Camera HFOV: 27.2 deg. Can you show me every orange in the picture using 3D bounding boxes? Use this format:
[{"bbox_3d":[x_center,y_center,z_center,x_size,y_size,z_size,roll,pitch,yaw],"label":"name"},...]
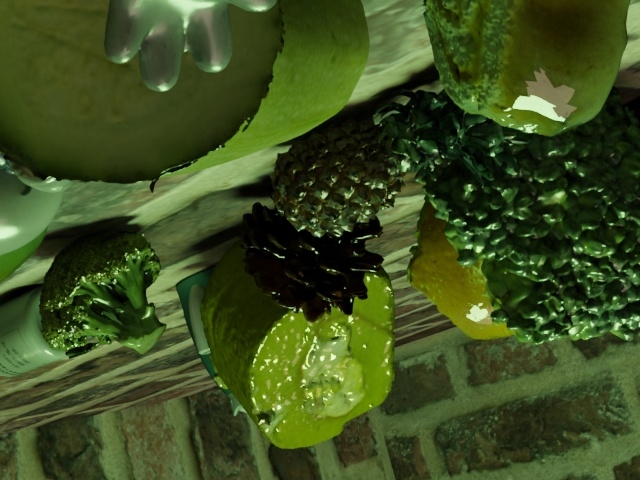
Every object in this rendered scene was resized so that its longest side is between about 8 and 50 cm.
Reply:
[{"bbox_3d":[0.198,0.013,1.416,0.158,0.179,0.237,-15,171,22],"label":"orange"}]

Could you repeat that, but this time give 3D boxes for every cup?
[{"bbox_3d":[-0.075,0.116,1.609,0.167,0.173,0.299,-20,169,20],"label":"cup"}]

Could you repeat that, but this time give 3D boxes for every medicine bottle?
[{"bbox_3d":[-0.322,0.102,1.406,0.130,0.080,0.080,-21,169,35],"label":"medicine bottle"}]

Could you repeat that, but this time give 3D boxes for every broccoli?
[{"bbox_3d":[-0.195,0.052,1.202,0.131,0.120,0.130,-46,164,-20],"label":"broccoli"},{"bbox_3d":[0.190,-0.018,1.204,0.248,0.288,0.245,-52,-156,-23],"label":"broccoli"}]

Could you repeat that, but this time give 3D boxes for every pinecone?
[{"bbox_3d":[-0.001,0.001,1.195,0.140,0.140,0.121,-5,138,-49],"label":"pinecone"}]

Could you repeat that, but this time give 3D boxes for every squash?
[{"bbox_3d":[-0.027,-0.090,0.617,0.137,0.137,0.287,-20,172,28],"label":"squash"}]

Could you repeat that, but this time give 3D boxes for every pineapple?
[{"bbox_3d":[0.051,-0.060,1.026,0.221,0.103,0.083,-22,-158,32],"label":"pineapple"}]

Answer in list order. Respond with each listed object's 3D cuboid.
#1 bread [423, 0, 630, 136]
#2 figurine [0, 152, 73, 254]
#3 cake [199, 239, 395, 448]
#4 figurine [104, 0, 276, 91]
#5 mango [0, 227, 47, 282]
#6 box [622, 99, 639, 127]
[{"bbox_3d":[0.125,-0.119,0.760,0.103,0.110,0.156,-7,168,-15],"label":"bread"},{"bbox_3d":[-0.178,-0.051,0.729,0.147,0.093,0.197,-36,178,-40],"label":"figurine"},{"bbox_3d":[-0.024,0.105,1.413,0.179,0.156,0.261,-22,136,-19],"label":"cake"},{"bbox_3d":[-0.039,-0.134,0.301,0.265,0.140,0.193,6,125,-18],"label":"figurine"},{"bbox_3d":[-0.282,0.009,0.925,0.194,0.092,0.130,-25,168,5],"label":"mango"},{"bbox_3d":[0.351,-0.129,1.307,0.126,0.027,0.125,-10,169,-33],"label":"box"}]
